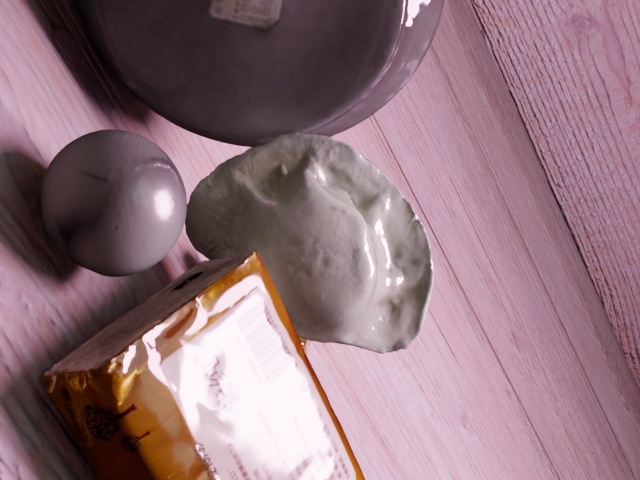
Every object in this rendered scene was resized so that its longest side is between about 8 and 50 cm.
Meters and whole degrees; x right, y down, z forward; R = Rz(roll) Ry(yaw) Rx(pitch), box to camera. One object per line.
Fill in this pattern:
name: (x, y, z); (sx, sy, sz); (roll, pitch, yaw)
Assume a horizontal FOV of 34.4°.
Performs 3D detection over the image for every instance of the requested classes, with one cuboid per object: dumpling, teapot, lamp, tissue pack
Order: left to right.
lamp: (-0.147, -0.026, 0.736); (0.105, 0.105, 0.105); (48, 32, -44)
tissue pack: (-0.070, 0.145, 0.746); (0.183, 0.092, 0.226); (-37, 110, -44)
teapot: (-0.039, -0.303, 0.921); (0.361, 0.306, 0.376); (-86, -171, -60)
dumpling: (-0.004, 0.011, 0.826); (0.219, 0.152, 0.108); (28, 28, -10)

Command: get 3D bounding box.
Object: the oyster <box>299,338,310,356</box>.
oyster: (-0.062, 0.090, 0.880); (0.163, 0.081, 0.191); (-7, 76, -63)
